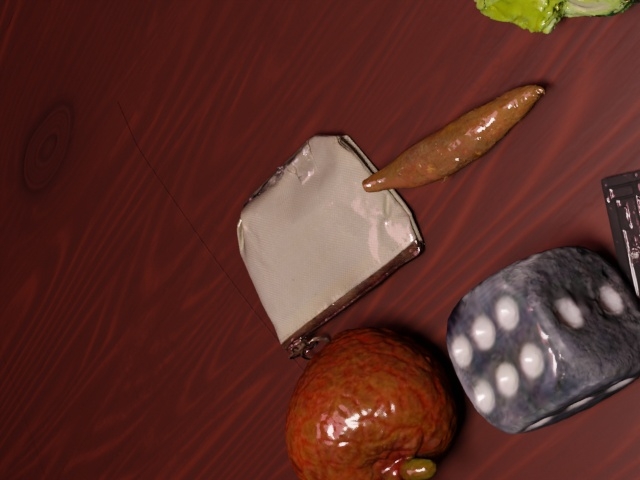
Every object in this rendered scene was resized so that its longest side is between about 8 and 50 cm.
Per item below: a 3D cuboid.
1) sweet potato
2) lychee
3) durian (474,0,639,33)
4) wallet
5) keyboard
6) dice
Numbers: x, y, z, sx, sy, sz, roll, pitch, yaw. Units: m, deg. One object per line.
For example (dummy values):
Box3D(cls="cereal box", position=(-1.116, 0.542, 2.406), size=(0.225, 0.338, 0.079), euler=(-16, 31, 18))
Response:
Box3D(cls="sweet potato", position=(0.186, -0.127, 1.574), size=(0.314, 0.066, 0.072), euler=(-27, 85, 41))
Box3D(cls="lychee", position=(0.070, 0.259, 1.623), size=(0.300, 0.255, 0.255), euler=(-108, 35, -56))
Box3D(cls="durian", position=(0.260, -0.329, 1.441), size=(0.375, 0.106, 0.132), euler=(26, 120, 43))
Box3D(cls="wallet", position=(-0.001, 0.002, 1.781), size=(0.335, 0.068, 0.275), euler=(-41, 72, 33))
Box3D(cls="keyboard", position=(0.393, 0.018, 1.429), size=(0.061, 0.013, 0.204), euler=(-14, 87, 44))
Box3D(cls="dice", position=(0.279, 0.123, 1.431), size=(0.182, 0.183, 0.181), euler=(-49, 60, 46))
